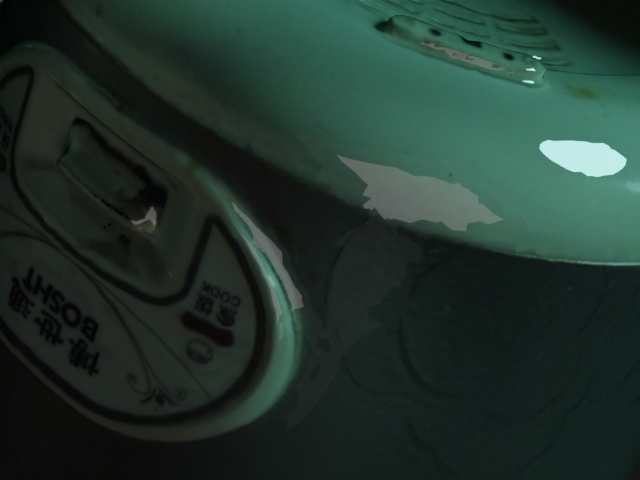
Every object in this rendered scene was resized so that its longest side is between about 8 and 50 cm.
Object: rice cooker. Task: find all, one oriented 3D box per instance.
[{"bbox_3d":[-0.002,0.002,0.678,0.288,0.288,0.277,14,121,-15],"label":"rice cooker"}]
